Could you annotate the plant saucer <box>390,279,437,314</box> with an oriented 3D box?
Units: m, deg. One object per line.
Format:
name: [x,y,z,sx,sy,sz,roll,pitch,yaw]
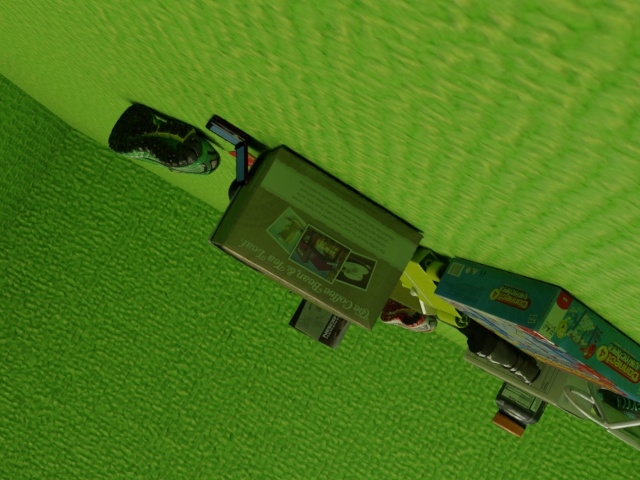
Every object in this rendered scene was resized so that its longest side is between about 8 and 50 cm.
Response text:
plant saucer: [0.208,0.108,1.975,0.188,0.045,0.188,26,153,36]

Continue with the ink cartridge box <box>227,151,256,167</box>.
ink cartridge box: [-0.116,-0.128,1.828,0.225,0.056,0.181,30,175,-18]

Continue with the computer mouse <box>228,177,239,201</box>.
computer mouse: [-0.193,-0.103,2.117,0.188,0.072,0.272,59,168,-21]

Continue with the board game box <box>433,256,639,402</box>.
board game box: [0.417,0.161,1.472,0.302,0.086,0.308,33,174,-25]

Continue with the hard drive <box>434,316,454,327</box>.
hard drive: [0.318,0.169,2.200,0.237,0.064,0.339,27,173,30]

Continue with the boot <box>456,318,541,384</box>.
boot: [0.391,0.219,1.736,0.161,0.083,0.246,33,-159,-15]

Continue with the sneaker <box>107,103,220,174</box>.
sneaker: [-0.388,-0.227,1.918,0.343,0.134,0.146,25,174,35]

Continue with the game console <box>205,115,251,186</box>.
game console: [-0.188,-0.177,1.572,0.124,0.085,0.144,31,174,-13]

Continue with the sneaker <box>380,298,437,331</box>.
sneaker: [0.248,0.220,2.245,0.093,0.088,0.225,31,175,-26]

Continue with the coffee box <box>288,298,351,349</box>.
coffee box: [0.046,0.174,2.439,0.119,0.297,0.168,27,174,27]

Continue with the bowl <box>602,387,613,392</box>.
bowl: [0.669,0.322,1.802,0.142,0.053,0.142,33,174,-22]

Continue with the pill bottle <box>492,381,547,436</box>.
pill bottle: [0.567,0.414,2.161,0.130,0.245,0.130,30,175,3]

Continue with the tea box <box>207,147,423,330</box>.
tea box: [-0.024,-0.003,1.589,0.329,0.220,0.323,31,175,-14]

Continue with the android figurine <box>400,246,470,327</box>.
android figurine: [0.230,0.086,1.719,0.248,0.056,0.273,50,167,-20]

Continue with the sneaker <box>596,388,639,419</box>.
sneaker: [0.662,0.355,1.699,0.166,0.065,0.076,25,142,-33]

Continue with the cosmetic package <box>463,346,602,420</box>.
cosmetic package: [0.493,0.276,1.807,0.129,0.153,0.296,31,176,-33]

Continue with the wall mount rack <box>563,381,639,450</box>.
wall mount rack: [0.658,0.360,1.512,0.350,0.130,0.304,30,-164,-6]
